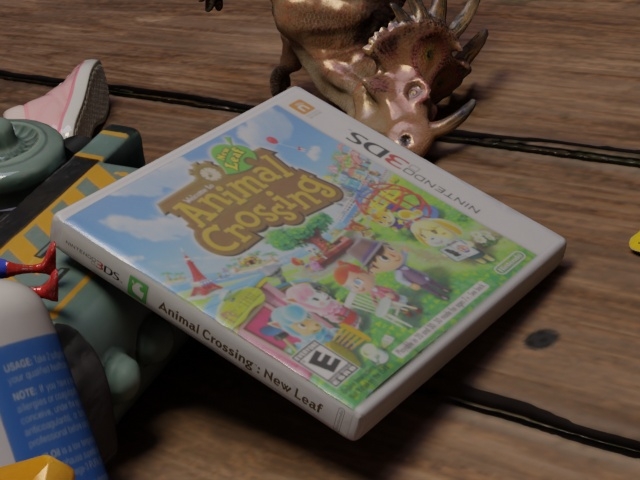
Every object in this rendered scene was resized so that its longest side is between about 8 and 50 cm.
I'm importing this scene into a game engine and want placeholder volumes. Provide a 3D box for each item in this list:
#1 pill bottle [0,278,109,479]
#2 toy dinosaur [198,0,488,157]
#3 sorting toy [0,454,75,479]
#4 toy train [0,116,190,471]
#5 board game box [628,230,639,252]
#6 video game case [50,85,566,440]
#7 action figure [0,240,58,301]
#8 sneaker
[{"bbox_3d":[-0.148,0.088,0.597,0.124,0.221,0.124,-19,-3,-1],"label":"pill bottle"},{"bbox_3d":[0.031,-0.195,1.079,0.200,0.295,0.127,4,3,30],"label":"toy dinosaur"},{"bbox_3d":[-0.110,0.222,0.370,0.196,0.047,0.347,-6,58,46],"label":"sorting toy"},{"bbox_3d":[-0.166,0.045,0.829,0.190,0.142,0.334,11,33,21],"label":"toy train"},{"bbox_3d":[0.294,-0.011,0.792,0.124,0.039,0.259,-34,30,-34],"label":"board game box"},{"bbox_3d":[0.000,0.000,0.813,0.193,0.023,0.212,31,38,21],"label":"video game case"},{"bbox_3d":[-0.184,0.014,0.736,0.115,0.030,0.038,-2,41,-12],"label":"action figure"},{"bbox_3d":[-0.208,-0.099,1.199,0.070,0.051,0.134,-5,33,10],"label":"sneaker"}]
